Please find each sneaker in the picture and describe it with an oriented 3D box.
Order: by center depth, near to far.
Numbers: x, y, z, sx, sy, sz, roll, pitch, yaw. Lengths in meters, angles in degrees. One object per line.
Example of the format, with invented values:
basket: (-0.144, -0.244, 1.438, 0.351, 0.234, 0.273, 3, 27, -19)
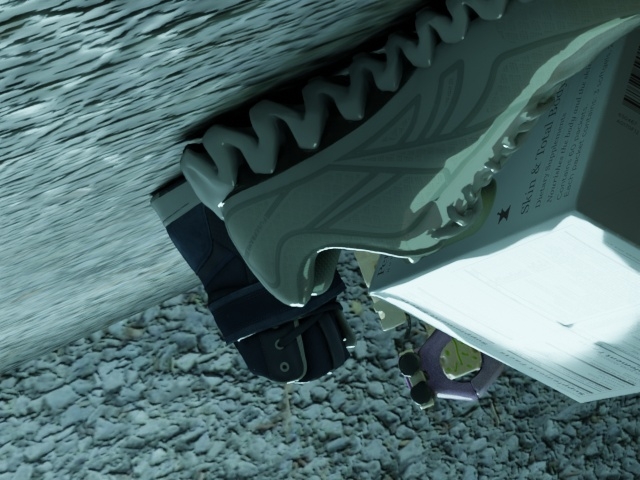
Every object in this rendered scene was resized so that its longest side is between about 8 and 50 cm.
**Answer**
sneaker: (0.066, -0.061, 0.703, 0.292, 0.118, 0.110, -28, 176, 27)
sneaker: (0.001, 0.000, 0.854, 0.226, 0.163, 0.086, -29, 175, 42)

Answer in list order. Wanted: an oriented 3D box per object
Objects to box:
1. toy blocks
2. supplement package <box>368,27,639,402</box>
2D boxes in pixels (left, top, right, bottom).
toy blocks: (0.171, 0.003, 1.400, 0.260, 0.288, 0.309, -22, 175, 2)
supplement package: (0.198, -0.031, 0.883, 0.263, 0.198, 0.199, -28, -142, 63)
